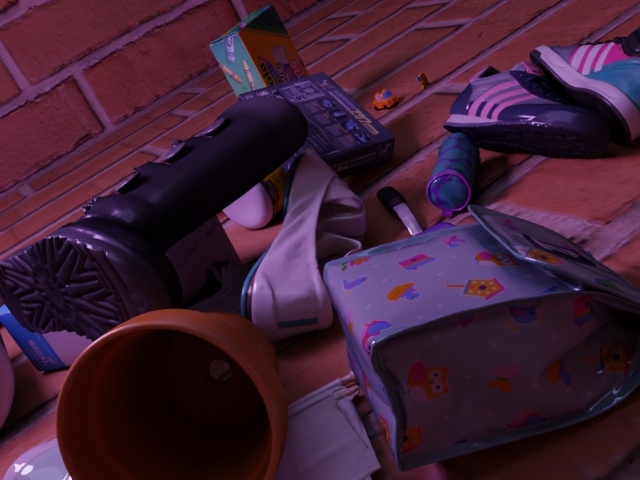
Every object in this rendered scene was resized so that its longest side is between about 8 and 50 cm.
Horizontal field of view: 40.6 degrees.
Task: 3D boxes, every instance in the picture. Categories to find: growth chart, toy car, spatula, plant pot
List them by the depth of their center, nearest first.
[{"bbox_3d":[-0.020,0.218,0.839,0.172,0.021,0.237,-27,22,4],"label":"growth chart"},{"bbox_3d":[-0.123,0.153,0.848,0.205,0.205,0.188,-23,6,12],"label":"plant pot"},{"bbox_3d":[0.120,-0.037,1.230,0.084,0.030,0.296,-27,21,1],"label":"spatula"},{"bbox_3d":[0.160,-0.313,1.786,0.122,0.040,0.060,-33,22,-11],"label":"toy car"}]

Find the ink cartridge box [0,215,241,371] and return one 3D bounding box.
[{"bbox_3d":[-0.312,0.073,1.362,0.307,0.129,0.223,-13,26,30],"label":"ink cartridge box"}]

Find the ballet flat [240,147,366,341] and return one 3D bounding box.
[{"bbox_3d":[0.000,0.000,1.195,0.139,0.139,0.400,-19,28,23],"label":"ballet flat"}]

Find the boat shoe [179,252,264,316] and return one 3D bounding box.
[{"bbox_3d":[-0.133,0.070,1.223,0.227,0.081,0.079,-39,24,-26],"label":"boat shoe"}]

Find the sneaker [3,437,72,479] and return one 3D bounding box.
[{"bbox_3d":[-0.191,0.238,0.935,0.151,0.094,0.256,18,31,31],"label":"sneaker"}]

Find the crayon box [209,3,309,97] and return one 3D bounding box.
[{"bbox_3d":[-0.101,-0.330,1.812,0.081,0.278,0.165,-14,26,34],"label":"crayon box"}]

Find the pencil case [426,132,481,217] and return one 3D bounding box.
[{"bbox_3d":[0.191,-0.097,1.233,0.065,0.070,0.151,15,30,8],"label":"pencil case"}]

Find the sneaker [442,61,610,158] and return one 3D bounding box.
[{"bbox_3d":[0.293,-0.195,1.216,0.319,0.112,0.131,22,85,61],"label":"sneaker"}]

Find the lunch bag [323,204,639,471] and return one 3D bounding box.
[{"bbox_3d":[0.155,0.069,0.790,0.262,0.160,0.223,-17,18,-4],"label":"lunch bag"}]

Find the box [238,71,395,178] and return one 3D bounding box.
[{"bbox_3d":[-0.011,-0.196,1.502,0.183,0.059,0.232,-21,50,-26],"label":"box"}]

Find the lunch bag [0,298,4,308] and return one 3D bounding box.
[{"bbox_3d":[-0.783,0.137,1.700,0.305,0.212,0.256,-39,41,-24],"label":"lunch bag"}]

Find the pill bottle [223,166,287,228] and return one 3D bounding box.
[{"bbox_3d":[-0.083,-0.122,1.545,0.117,0.117,0.215,-7,30,42],"label":"pill bottle"}]

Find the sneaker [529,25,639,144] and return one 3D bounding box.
[{"bbox_3d":[0.424,-0.250,1.213,0.178,0.123,0.295,-32,29,3],"label":"sneaker"}]

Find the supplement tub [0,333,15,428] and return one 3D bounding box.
[{"bbox_3d":[-0.598,0.187,1.315,0.228,0.228,0.316,-34,22,-16],"label":"supplement tub"}]

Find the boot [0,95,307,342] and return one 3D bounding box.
[{"bbox_3d":[-0.165,-0.048,1.130,0.367,0.146,0.445,1,29,47],"label":"boot"}]
